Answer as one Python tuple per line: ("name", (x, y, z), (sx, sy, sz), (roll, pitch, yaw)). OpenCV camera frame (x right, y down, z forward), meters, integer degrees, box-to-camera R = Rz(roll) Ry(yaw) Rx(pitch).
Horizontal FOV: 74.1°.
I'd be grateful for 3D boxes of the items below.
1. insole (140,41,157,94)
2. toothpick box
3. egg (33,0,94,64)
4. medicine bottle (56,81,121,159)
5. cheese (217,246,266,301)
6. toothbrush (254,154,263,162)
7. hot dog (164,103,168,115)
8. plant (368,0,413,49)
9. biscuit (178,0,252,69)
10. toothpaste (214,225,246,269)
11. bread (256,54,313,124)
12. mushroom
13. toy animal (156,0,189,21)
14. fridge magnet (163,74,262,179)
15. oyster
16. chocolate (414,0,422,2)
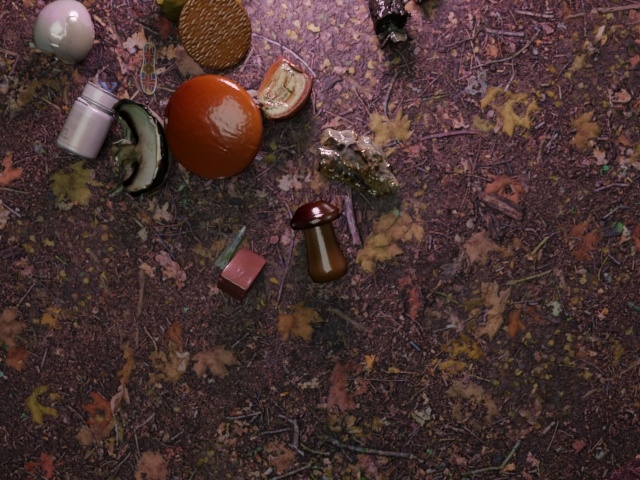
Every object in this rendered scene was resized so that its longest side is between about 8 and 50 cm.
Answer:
("insole", (-0.653, -0.654, 1.613), (0.065, 0.006, 0.194), (5, 96, 0))
("toothpick box", (0.000, 0.000, 1.585), (0.192, 0.192, 0.295), (-13, 101, 2))
("egg", (-0.912, -0.756, 1.519), (0.183, 0.183, 0.217), (19, 92, -1))
("medicine bottle", (-0.851, -0.440, 1.568), (0.143, 0.143, 0.258), (29, 96, -2))
("cheese", (-0.315, 0.139, 1.600), (0.128, 0.177, 0.203), (33, 95, -3))
("toothbrush", (-0.358, -0.356, 1.631), (0.288, 0.021, 0.024), (18, 90, -1))
("hot dog", (-0.542, -0.479, 1.606), (0.089, 0.060, 0.140), (1, 103, -3))
("plant", (0.249, -0.795, 1.526), (0.142, 0.131, 0.203), (-25, 96, 0))
("biscuit", (-0.379, -0.753, 1.529), (0.261, 0.037, 0.262), (-11, 127, -14))
("toothpaste", (-0.347, 0.027, 1.665), (0.048, 0.029, 0.197), (34, 98, -2))
("bread", (-0.138, -0.540, 1.561), (0.190, 0.123, 0.244), (31, 96, -4))
("mushroom", (-0.669, -0.345, 1.591), (0.247, 0.130, 0.345), (-12, 94, 18))
("toy animal", (-0.436, -0.932, 1.491), (0.363, 0.180, 0.181), (-34, 62, 8))
("fridge magnet", (-0.383, -0.402, 1.525), (0.363, 0.155, 0.364), (2, 106, 6))
("oyster", (0.145, -0.292, 1.592), (0.354, 0.107, 0.201), (25, 99, -2))
("chocolate", (0.307, -1.018, 1.541), (0.102, 0.065, 0.329), (-32, 96, -15))
